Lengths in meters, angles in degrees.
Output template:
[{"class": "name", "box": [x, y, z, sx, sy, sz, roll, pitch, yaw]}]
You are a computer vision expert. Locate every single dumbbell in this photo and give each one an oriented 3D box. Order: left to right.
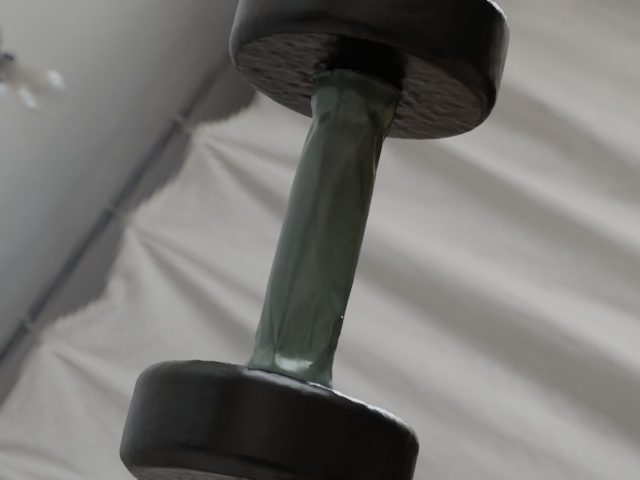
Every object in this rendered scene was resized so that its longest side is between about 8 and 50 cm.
[{"class": "dumbbell", "box": [0.000, 0.000, 0.694, 0.100, 0.100, 0.191, 52, -131, -63]}]
